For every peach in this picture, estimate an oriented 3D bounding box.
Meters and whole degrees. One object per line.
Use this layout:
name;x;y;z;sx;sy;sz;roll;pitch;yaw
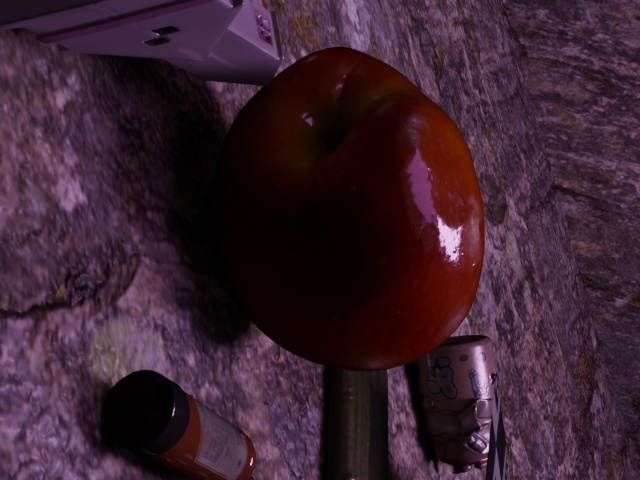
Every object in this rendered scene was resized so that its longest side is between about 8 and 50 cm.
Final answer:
peach;0.021;-0.020;1.112;0.243;0.199;0.243;-9;90;-86

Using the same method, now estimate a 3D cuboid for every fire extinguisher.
fire extinguisher;-0.077;0.133;0.942;0.062;0.050;0.177;57;5;30

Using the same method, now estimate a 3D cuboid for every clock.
clock;-0.090;-0.230;0.939;0.309;0.166;0.235;16;64;-74

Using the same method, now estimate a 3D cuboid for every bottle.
bottle;0.156;0.184;1.630;0.099;0.099;0.152;-11;93;-74

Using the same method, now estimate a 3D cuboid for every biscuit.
biscuit;0.036;0.167;1.332;0.099;0.038;0.322;58;26;-44

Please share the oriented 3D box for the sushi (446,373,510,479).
sushi;0.119;0.339;1.424;0.373;0.100;0.296;73;23;-56
